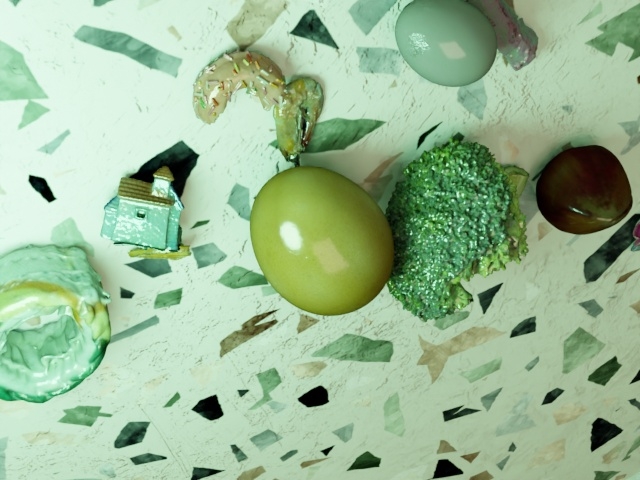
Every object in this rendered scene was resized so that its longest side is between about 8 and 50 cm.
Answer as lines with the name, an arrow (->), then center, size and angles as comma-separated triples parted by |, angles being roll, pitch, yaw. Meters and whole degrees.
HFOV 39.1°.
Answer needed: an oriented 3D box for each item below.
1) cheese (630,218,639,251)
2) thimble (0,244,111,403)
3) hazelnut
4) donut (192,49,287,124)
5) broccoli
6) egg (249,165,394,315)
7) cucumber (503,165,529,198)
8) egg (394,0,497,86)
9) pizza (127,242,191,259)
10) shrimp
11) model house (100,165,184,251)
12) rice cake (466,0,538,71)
cheese -> 0.803, -0.024, 2.218 | 0.095, 0.038, 0.145 | -12, 140, -16
thimble -> -0.503, 0.147, 1.611 | 0.254, 0.167, 0.288 | 27, 115, -42
hazelnut -> 0.568, -0.093, 1.912 | 0.208, 0.208, 0.208 | -14, 135, -15
donut -> -0.137, -0.260, 1.497 | 0.166, 0.065, 0.117 | -24, 137, -8
broccoli -> 0.282, -0.006, 1.783 | 0.302, 0.249, 0.375 | 7, 102, -37
egg -> 0.000, 0.000, 1.672 | 0.250, 0.250, 0.322 | -35, 133, 6
cucumber -> 0.396, -0.114, 1.928 | 0.067, 0.035, 0.107 | 2, 137, -15
egg -> 0.215, -0.341, 1.541 | 0.199, 0.146, 0.146 | 24, 116, -33
pizza -> -0.291, 0.022, 1.695 | 0.123, 0.026, 0.108 | -3, 171, 11
shrimp -> -0.038, -0.206, 1.615 | 0.101, 0.042, 0.190 | -17, 135, -23
model house -> -0.300, -0.065, 1.579 | 0.148, 0.119, 0.148 | 13, 100, -9
rice cake -> 0.316, -0.407, 1.602 | 0.081, 0.051, 0.290 | -38, 136, 10
